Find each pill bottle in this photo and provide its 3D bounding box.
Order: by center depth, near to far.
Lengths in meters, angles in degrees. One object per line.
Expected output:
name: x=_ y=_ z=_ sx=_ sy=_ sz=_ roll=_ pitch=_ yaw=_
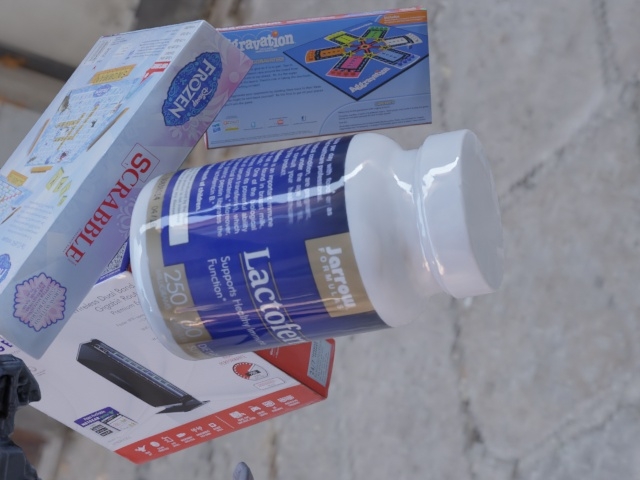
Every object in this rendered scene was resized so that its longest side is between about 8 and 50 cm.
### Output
pill bottle: x=0.000 y=0.000 z=1.193 sx=0.264 sy=0.153 sz=0.153 roll=-11 pitch=55 yaw=19

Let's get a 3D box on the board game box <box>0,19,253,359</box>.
board game box: x=-0.229 y=-0.055 z=1.430 sx=0.318 sy=0.066 sz=0.318 roll=-55 pitch=22 yaw=-10

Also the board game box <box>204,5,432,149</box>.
board game box: x=-0.006 y=-0.197 z=1.869 sx=0.027 sy=0.281 sz=0.145 roll=-120 pitch=25 yaw=-68

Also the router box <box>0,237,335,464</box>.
router box: x=-0.206 y=0.124 z=1.763 sx=0.335 sy=0.301 sz=0.082 roll=-24 pitch=43 yaw=39

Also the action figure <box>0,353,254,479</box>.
action figure: x=-0.192 y=0.256 z=1.165 sx=0.178 sy=0.330 sz=0.341 roll=37 pitch=128 yaw=57
